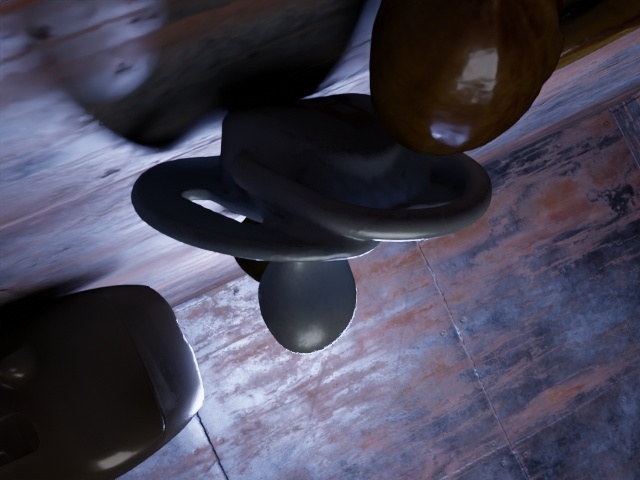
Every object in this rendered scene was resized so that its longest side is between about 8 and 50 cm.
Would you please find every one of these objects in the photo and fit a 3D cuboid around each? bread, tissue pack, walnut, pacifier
[{"bbox_3d":[0.213,-0.180,0.493,0.200,0.077,0.116,-27,175,2],"label":"bread"},{"bbox_3d":[-0.385,0.235,0.978,0.387,0.267,0.277,-25,-179,28],"label":"tissue pack"},{"bbox_3d":[0.083,-0.113,0.407,0.115,0.116,0.207,-25,170,0],"label":"walnut"},{"bbox_3d":[0.000,0.000,0.529,0.227,0.207,0.279,27,-149,33],"label":"pacifier"}]

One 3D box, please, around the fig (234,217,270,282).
[{"bbox_3d":[-0.031,-0.037,1.013,0.236,0.124,0.124,-49,172,10],"label":"fig"}]
